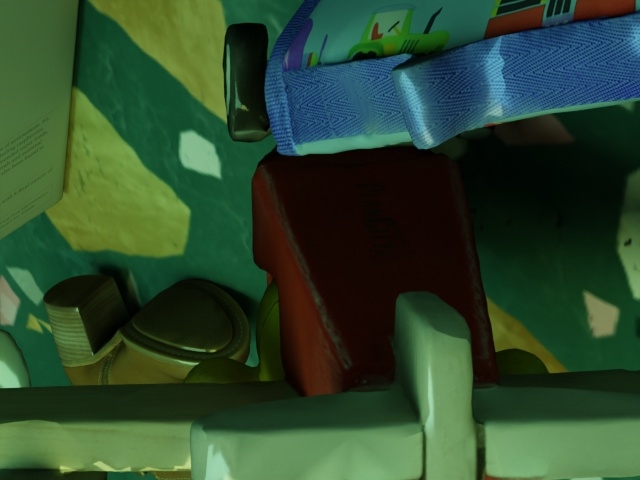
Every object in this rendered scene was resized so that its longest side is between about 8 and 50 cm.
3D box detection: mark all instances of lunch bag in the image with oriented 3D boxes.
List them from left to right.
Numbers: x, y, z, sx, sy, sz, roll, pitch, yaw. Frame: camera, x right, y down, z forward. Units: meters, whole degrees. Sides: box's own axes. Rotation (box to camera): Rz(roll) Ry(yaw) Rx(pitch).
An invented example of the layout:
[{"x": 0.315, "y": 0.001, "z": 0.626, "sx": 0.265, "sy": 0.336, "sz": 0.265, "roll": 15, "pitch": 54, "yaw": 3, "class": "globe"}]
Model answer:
[{"x": 0.124, "y": -0.117, "z": 0.702, "sx": 0.221, "sy": 0.293, "sz": 0.138, "roll": -3, "pitch": 117, "yaw": 48, "class": "lunch bag"}]

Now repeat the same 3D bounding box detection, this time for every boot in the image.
[{"x": -0.096, "y": 0.103, "z": 1.311, "sx": 0.197, "sy": 0.073, "sz": 0.152, "roll": 13, "pitch": 131, "yaw": 48, "class": "boot"}]

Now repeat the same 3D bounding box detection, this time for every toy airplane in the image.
[{"x": 0.030, "y": 0.085, "z": 0.894, "sx": 0.386, "sy": 0.384, "sz": 0.272, "roll": 23, "pitch": 124, "yaw": 32, "class": "toy airplane"}]

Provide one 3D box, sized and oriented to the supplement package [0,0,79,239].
[{"x": -0.272, "y": -0.132, "z": 1.210, "sx": 0.175, "sy": 0.177, "sz": 0.293, "roll": 37, "pitch": 140, "yaw": 21, "class": "supplement package"}]
